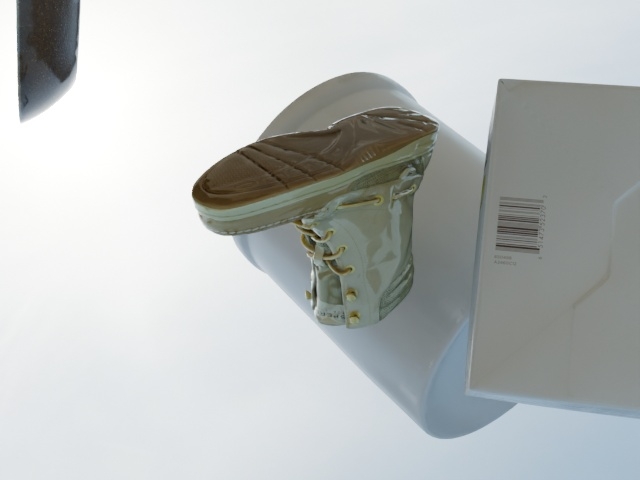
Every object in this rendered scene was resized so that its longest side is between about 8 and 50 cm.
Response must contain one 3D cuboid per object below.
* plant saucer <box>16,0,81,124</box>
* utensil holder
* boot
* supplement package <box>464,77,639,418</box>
[{"bbox_3d":[-0.228,-0.253,0.723,0.050,0.310,0.310,0,-150,-17],"label":"plant saucer"},{"bbox_3d":[0.119,0.013,1.113,0.328,0.327,0.385,-34,-128,-16],"label":"utensil holder"},{"bbox_3d":[0.000,0.000,0.794,0.262,0.203,0.095,-25,-139,-39],"label":"boot"},{"bbox_3d":[0.237,0.014,0.740,0.204,0.145,0.261,6,-102,10],"label":"supplement package"}]
